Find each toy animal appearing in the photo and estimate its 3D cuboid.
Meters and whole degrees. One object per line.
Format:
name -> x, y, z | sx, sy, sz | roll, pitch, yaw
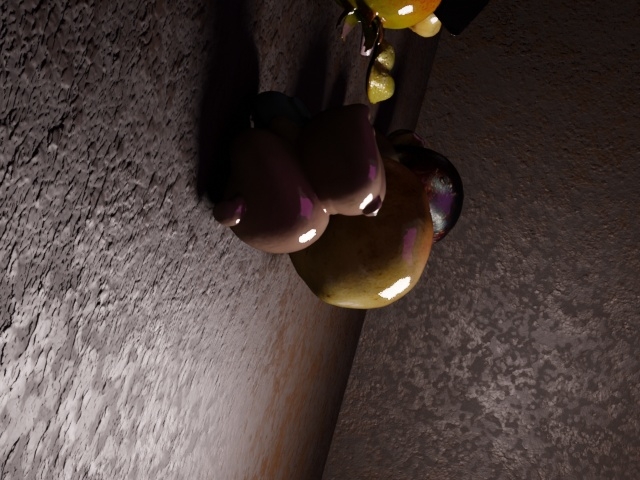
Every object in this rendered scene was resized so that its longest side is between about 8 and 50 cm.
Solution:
toy animal -> -0.016, -0.085, 1.338 | 0.210, 0.221, 0.229 | 50, 54, -74

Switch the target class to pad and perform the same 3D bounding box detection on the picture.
pad -> 0.266, -0.602, 2.129 | 0.181, 0.267, 0.004 | -49, -164, -28

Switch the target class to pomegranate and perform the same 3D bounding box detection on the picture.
pomegranate -> 0.106, -0.440, 1.565 | 0.221, 0.221, 0.256 | 12, 100, -81
pomegranate -> 0.076, -0.023, 1.827 | 0.319, 0.319, 0.319 | 15, 90, -81

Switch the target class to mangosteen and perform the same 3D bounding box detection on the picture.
mangosteen -> 0.259, -0.138, 2.711 | 0.330, 0.330, 0.330 | 15, 90, -81

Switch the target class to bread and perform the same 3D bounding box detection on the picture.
bread -> 0.161, -0.421, 2.382 | 0.187, 0.065, 0.149 | 61, 40, -75

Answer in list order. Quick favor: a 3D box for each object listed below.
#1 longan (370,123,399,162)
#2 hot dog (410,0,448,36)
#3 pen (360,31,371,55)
longan -> 0.090, -0.168, 2.032 | 0.187, 0.167, 0.167 | -80, 178, -48
hot dog -> 0.235, -0.607, 2.209 | 0.150, 0.153, 0.256 | 98, 10, -69
pen -> 0.116, -0.497, 2.065 | 0.053, 0.032, 0.197 | -65, 168, -45
